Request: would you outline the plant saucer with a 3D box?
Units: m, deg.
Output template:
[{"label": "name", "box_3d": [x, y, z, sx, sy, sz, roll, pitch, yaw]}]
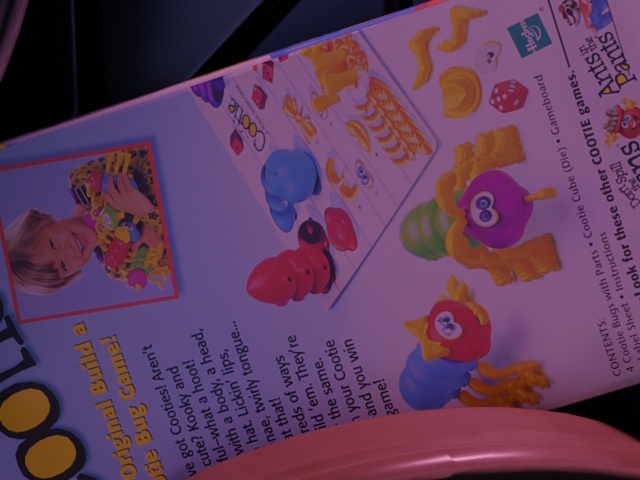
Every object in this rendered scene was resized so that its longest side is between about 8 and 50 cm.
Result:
[{"label": "plant saucer", "box_3d": [0.025, 0.140, 0.644, 0.278, 0.041, 0.278, -8, 142, -6]}]

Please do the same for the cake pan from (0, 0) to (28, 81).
[{"label": "cake pan", "box_3d": [-0.229, -0.098, 0.624, 0.293, 0.054, 0.293, -9, 71, 26]}]

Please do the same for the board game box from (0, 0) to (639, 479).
[{"label": "board game box", "box_3d": [0.000, 0.000, 0.650, 0.275, 0.142, 0.144, -17, 96, 7]}]
